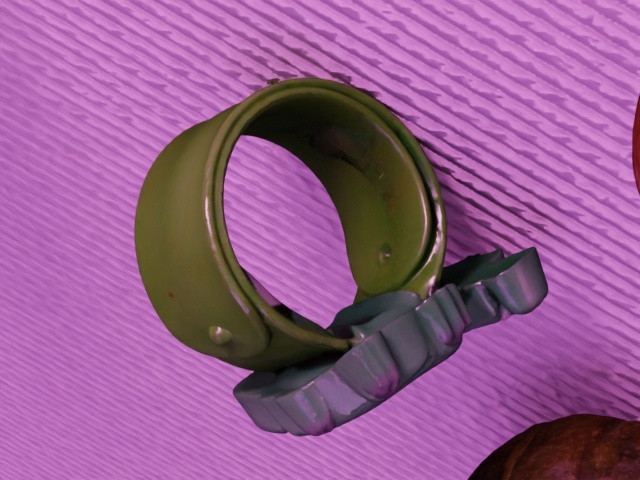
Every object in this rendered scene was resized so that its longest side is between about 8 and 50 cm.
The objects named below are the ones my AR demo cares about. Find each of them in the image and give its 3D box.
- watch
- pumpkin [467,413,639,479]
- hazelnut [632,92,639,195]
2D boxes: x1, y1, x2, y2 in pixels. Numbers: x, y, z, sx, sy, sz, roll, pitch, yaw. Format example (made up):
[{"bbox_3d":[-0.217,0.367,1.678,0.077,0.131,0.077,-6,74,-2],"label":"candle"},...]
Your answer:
[{"bbox_3d":[0.000,0.000,0.821,0.131,0.165,0.152,-24,98,55],"label":"watch"},{"bbox_3d":[0.171,0.186,0.923,0.224,0.157,0.223,10,148,7],"label":"pumpkin"},{"bbox_3d":[0.185,-0.037,0.595,0.154,0.143,0.143,20,149,11],"label":"hazelnut"}]
